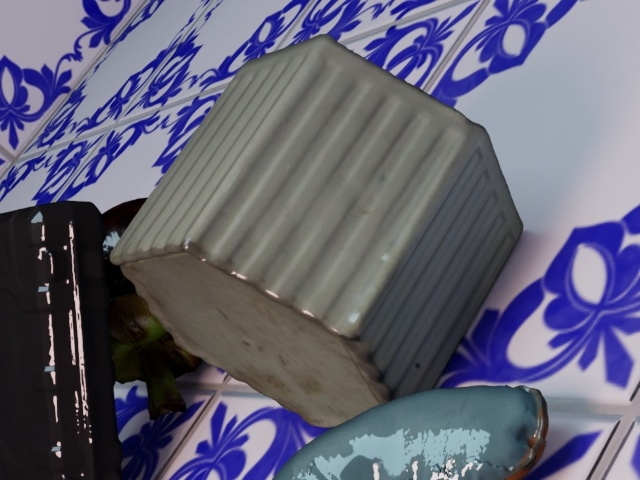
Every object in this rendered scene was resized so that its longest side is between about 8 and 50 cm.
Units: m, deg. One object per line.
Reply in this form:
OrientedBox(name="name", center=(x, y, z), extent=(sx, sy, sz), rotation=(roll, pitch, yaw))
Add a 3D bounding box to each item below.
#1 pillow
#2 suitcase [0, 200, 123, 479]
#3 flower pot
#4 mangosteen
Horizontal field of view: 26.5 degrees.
OrientedBox(name="pillow", center=(0.036, 0.182, 0.736), extent=(0.214, 0.086, 0.233), rotation=(-31, 27, 23))
OrientedBox(name="suitcase", center=(-0.237, 0.113, 1.165), extent=(0.206, 0.066, 0.285), rotation=(-5, 90, 60))
OrientedBox(name="flower pot", center=(0.000, 0.000, 0.948), extent=(0.189, 0.239, 0.209), rotation=(-56, -6, -23))
OrientedBox(name="mangosteen", center=(-0.150, 0.047, 1.226), extent=(0.172, 0.172, 0.184), rotation=(-43, 22, 10))
